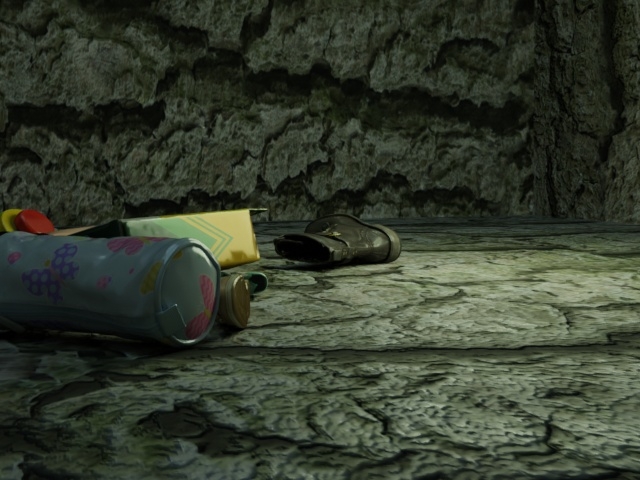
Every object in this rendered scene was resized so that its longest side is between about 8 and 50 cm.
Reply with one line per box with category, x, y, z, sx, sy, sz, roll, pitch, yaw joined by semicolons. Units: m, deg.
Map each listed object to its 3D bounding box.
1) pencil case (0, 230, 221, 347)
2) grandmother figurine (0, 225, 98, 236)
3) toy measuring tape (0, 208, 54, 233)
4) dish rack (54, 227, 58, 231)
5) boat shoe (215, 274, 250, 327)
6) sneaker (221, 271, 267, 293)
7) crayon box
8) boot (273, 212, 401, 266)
pencil case;-0.242;0.050;1.024;0.273;0.113;0.124;1;18;27
grandmother figurine;-0.414;0.015;1.424;0.342;0.104;0.208;6;-10;-44
toy measuring tape;-0.529;0.008;1.549;0.121;0.121;0.330;1;4;24
dish rack;-0.674;0.007;1.834;0.333;0.072;0.285;1;3;-17
boat shoe;-0.114;0.071;1.102;0.059;0.063;0.170;-3;-5;-1
sneaker;-0.131;0.063;1.368;0.098;0.038;0.069;2;-2;-26
crayon box;-0.227;0.021;1.310;0.202;0.081;0.318;-16;-3;32
boot;0.000;0.000;1.806;0.229;0.091;0.263;-4;8;-45
